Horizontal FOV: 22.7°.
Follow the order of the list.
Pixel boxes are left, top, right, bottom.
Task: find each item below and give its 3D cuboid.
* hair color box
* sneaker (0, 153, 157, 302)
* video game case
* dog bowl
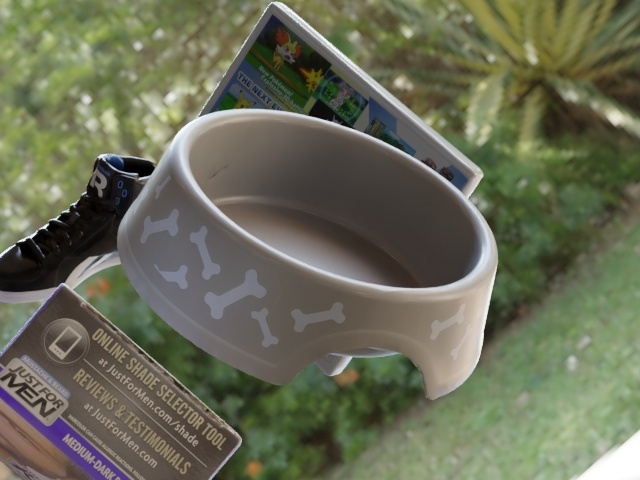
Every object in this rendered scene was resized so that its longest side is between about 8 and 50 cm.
[{"bbox_3d":[-0.201,0.158,1.343,0.110,0.185,0.339,-50,5,-20],"label":"hair color box"},{"bbox_3d":[-0.242,-0.024,1.604,0.217,0.079,0.121,-22,-44,-31],"label":"sneaker"},{"bbox_3d":[-0.017,-0.061,1.852,0.300,0.329,0.036,-55,-22,19],"label":"video game case"},{"bbox_3d":[0.000,0.000,1.427,0.102,0.349,0.349,-68,-9,28],"label":"dog bowl"}]
